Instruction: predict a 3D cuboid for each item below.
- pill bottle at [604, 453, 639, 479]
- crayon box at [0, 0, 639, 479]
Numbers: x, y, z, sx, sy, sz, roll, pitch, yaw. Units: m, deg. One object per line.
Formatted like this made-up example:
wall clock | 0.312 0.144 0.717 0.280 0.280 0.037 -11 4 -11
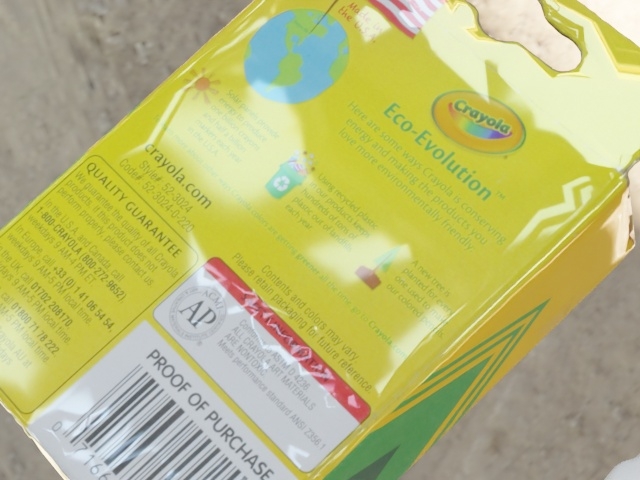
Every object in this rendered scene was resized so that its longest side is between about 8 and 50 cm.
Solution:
pill bottle | 0.215 0.120 0.369 0.301 0.169 0.169 -7 104 31
crayon box | 0.000 0.000 0.784 0.202 0.318 0.081 44 172 26
